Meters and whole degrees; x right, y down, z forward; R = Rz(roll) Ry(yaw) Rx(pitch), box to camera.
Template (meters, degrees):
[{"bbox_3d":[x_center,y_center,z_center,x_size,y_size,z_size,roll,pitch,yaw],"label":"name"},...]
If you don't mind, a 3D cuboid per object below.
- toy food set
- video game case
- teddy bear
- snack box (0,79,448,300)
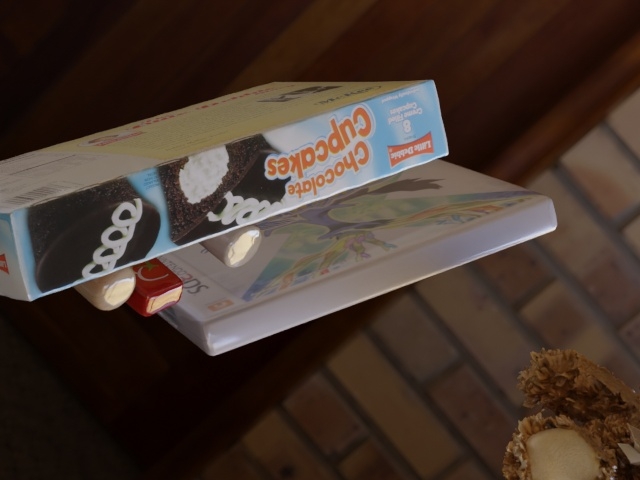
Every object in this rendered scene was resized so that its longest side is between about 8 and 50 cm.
[{"bbox_3d":[-0.136,-0.021,1.320,0.232,0.111,0.104,-26,51,-38],"label":"toy food set"},{"bbox_3d":[0.000,0.000,1.568,0.300,0.329,0.036,-153,-133,-66],"label":"video game case"},{"bbox_3d":[0.239,0.203,1.392,0.245,0.113,0.338,41,22,-1],"label":"teddy bear"},{"bbox_3d":[-0.098,-0.042,1.139,0.322,0.187,0.060,-20,106,-33],"label":"snack box"}]
